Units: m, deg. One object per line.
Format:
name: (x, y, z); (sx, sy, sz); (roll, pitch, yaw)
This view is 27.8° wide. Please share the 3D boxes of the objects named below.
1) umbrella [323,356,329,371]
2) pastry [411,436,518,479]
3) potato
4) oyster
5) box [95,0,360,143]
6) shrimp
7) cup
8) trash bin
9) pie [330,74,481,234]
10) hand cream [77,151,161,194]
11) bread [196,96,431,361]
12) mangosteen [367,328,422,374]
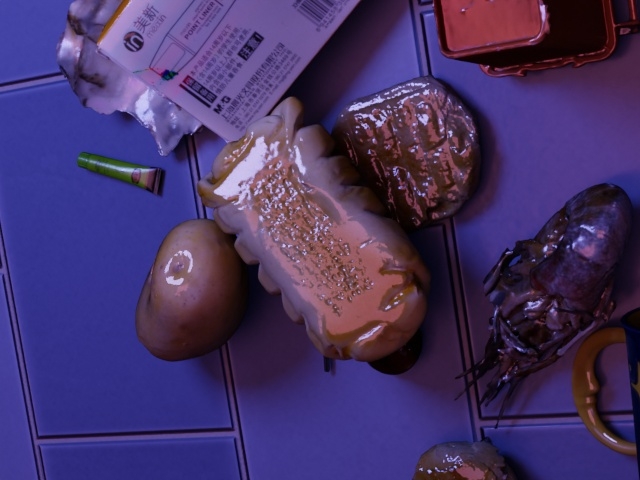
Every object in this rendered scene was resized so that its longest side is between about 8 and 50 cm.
umbrella: (-0.006, 0.033, 1.601); (0.044, 0.044, 0.269); (12, 104, 54)
pastry: (0.174, 0.310, 1.538); (0.153, 0.081, 0.153); (4, 101, 20)
potato: (-0.155, 0.061, 1.590); (0.234, 0.146, 0.150); (124, 134, -59)
oyster: (-0.213, -0.263, 1.613); (0.271, 0.100, 0.275); (-35, 110, 15)
box: (-0.100, -0.274, 1.508); (0.221, 0.091, 0.274); (37, 108, -16)
shrimp: (0.247, 0.082, 1.444); (0.116, 0.145, 0.343); (18, 122, -16)
cup: (0.405, 0.194, 1.398); (0.178, 0.255, 0.256); (-8, 99, -12)
trash bin: (0.219, -0.254, 1.339); (0.184, 0.239, 0.161); (-7, 96, 24)
pie: (0.101, -0.096, 1.527); (0.195, 0.046, 0.195); (4, 98, 25)
hand cream: (-0.265, -0.093, 1.711); (0.122, 0.023, 0.036); (16, 101, 18)
bread: (0.000, 0.000, 1.493); (0.173, 0.121, 0.311); (-38, 80, 10)
mangosteen: (0.081, 0.121, 1.553); (0.081, 0.081, 0.081); (4, 100, 24)
